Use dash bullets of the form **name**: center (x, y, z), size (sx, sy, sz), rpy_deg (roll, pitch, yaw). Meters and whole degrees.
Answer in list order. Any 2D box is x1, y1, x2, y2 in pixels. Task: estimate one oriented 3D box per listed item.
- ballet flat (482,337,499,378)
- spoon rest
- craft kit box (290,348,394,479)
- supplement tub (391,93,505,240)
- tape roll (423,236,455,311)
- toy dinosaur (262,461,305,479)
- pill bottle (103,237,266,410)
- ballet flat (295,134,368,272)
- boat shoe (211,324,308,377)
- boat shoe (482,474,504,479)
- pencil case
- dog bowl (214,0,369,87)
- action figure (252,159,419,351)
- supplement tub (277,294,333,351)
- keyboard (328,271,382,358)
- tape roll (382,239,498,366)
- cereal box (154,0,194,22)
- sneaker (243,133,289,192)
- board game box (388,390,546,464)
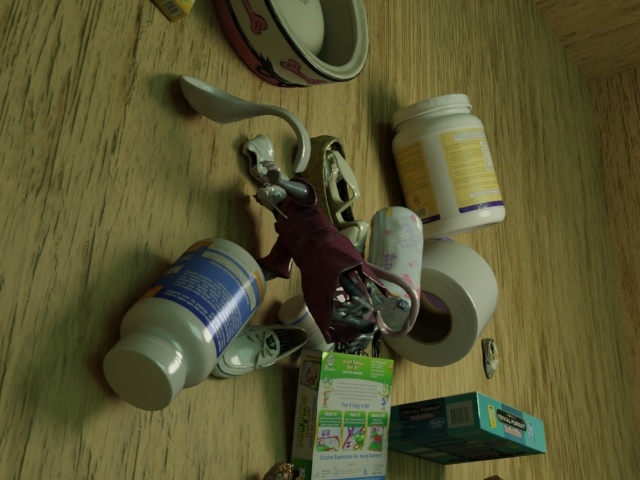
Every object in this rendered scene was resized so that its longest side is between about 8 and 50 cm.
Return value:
- **ballet flat**: center (0.476, 0.326, 2.260), size (0.041, 0.041, 0.114), rpy_deg (24, 57, -50)
- **spoon rest**: center (-0.130, -0.226, 1.445), size (0.276, 0.084, 0.137), rpy_deg (34, 13, 8)
- **craft kit box**: center (0.046, 0.338, 1.536), size (0.250, 0.061, 0.246), rpy_deg (18, 77, -51)
- **supplement tub**: center (0.317, -0.181, 2.063), size (0.241, 0.241, 0.331), rpy_deg (-5, 81, -57)
- **tape roll**: center (0.310, 0.091, 2.078), size (0.189, 0.080, 0.189), rpy_deg (29, 53, -47)
- **toy dinosaur**: center (-0.043, 0.536, 1.322), size (0.218, 0.164, 0.322), rpy_deg (22, 76, -34)
- **pill bottle**: center (-0.203, 0.124, 1.218), size (0.152, 0.152, 0.272), rpy_deg (61, 34, -18)
- **ballet flat**: center (0.041, -0.055, 1.704), size (0.123, 0.123, 0.348), rpy_deg (-10, 85, -58)
- **boat shoe**: center (-0.105, 0.178, 1.410), size (0.226, 0.076, 0.083), rpy_deg (-17, 89, -58)
- **boat shoe**: center (0.352, 0.630, 1.863), size (0.120, 0.122, 0.324), rpy_deg (56, 31, -1)
- **pencil case**: center (0.145, 0.054, 1.667), size (0.124, 0.113, 0.273), rpy_deg (31, 43, -18)
- **dog bowl**: center (-0.067, -0.506, 1.716), size (0.408, 0.150, 0.408), rpy_deg (29, 52, -47)
- **action figure**: center (0.000, 0.000, 1.456), size (0.276, 0.248, 0.370), rpy_deg (-4, 46, -35)
- **supplement tub**: center (-0.027, 0.162, 1.543), size (0.107, 0.071, 0.071), rpy_deg (55, 36, -26)
- **keyboard**: center (0.076, 0.224, 1.659), size (0.201, 0.033, 0.317), rpy_deg (22, 69, -51)
- **tape roll**: center (0.262, 0.140, 1.829), size (0.169, 0.246, 0.246), rpy_deg (-39, 109, -56)
- **cereal box**: center (-0.280, -0.545, 1.503), size (0.173, 0.047, 0.240), rpy_deg (48, 40, -35)
- **sneaker**: center (-0.106, -0.129, 1.582), size (0.061, 0.054, 0.152), rpy_deg (-34, 98, -47)
- **board game box**: center (0.301, 0.413, 1.755), size (0.336, 0.254, 0.079), rpy_deg (30, 52, -48)
